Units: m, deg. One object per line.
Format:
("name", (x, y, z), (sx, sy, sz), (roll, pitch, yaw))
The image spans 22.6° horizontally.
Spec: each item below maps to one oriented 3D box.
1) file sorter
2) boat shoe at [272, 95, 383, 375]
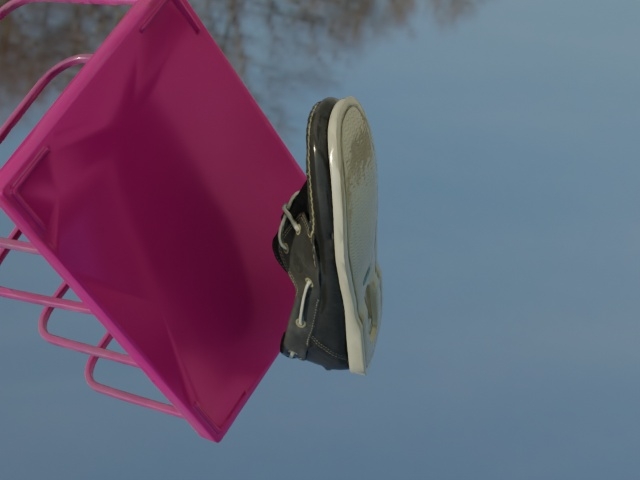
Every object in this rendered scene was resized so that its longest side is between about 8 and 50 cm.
("file sorter", (-0.155, -0.026, 1.221), (0.182, 0.290, 0.202), (10, -123, 41))
("boat shoe", (0.000, 0.000, 1.141), (0.079, 0.233, 0.084), (11, -140, 15))
